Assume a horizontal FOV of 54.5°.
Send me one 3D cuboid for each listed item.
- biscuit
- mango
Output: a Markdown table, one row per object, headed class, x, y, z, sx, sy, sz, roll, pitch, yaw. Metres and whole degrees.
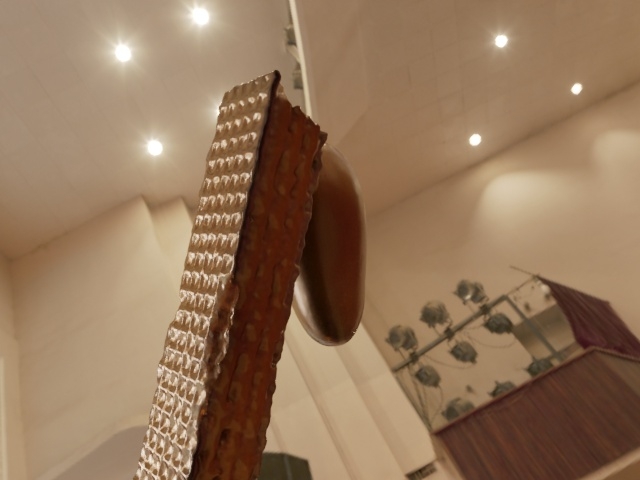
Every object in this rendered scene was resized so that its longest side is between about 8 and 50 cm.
| class | x | y | z | sx | sy | sz | roll | pitch | yaw |
| --- | --- | --- | --- | --- | --- | --- | --- | --- | --- |
| biscuit | -0.071 | 0.077 | 0.433 | 0.054 | 0.094 | 0.378 | 16 | -98 | -35 |
| mango | 0.000 | 0.000 | 0.524 | 0.085 | 0.184 | 0.102 | -9 | -19 | -17 |
